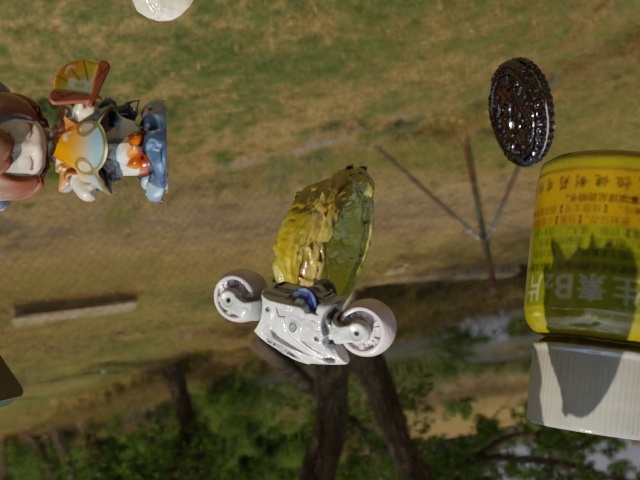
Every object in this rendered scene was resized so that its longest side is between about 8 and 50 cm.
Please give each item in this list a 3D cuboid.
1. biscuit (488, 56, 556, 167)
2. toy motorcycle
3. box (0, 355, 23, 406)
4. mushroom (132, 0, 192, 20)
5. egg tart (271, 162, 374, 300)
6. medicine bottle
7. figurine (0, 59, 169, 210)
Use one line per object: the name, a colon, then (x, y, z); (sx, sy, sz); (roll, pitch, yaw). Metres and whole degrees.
biscuit: (0.348, -0.222, 1.496); (0.053, 0.194, 0.194); (-12, 168, -13)
toy motorcycle: (-0.025, 0.104, 1.109); (0.254, 0.112, 0.112); (11, 176, 23)
box: (-0.466, 0.190, 1.157); (0.031, 0.091, 0.126); (-42, 169, 12)
mushroom: (-0.242, -0.408, 1.187); (0.097, 0.212, 0.088); (-19, -170, 46)
egg tart: (0.000, 0.000, 1.688); (0.132, 0.345, 0.345); (18, 175, 16)
medicine bottle: (0.407, 0.080, 1.229); (0.224, 0.384, 0.224); (7, 172, 1)
figurine: (-0.473, -0.169, 1.493); (0.388, 0.276, 0.248); (-2, -178, -18)
